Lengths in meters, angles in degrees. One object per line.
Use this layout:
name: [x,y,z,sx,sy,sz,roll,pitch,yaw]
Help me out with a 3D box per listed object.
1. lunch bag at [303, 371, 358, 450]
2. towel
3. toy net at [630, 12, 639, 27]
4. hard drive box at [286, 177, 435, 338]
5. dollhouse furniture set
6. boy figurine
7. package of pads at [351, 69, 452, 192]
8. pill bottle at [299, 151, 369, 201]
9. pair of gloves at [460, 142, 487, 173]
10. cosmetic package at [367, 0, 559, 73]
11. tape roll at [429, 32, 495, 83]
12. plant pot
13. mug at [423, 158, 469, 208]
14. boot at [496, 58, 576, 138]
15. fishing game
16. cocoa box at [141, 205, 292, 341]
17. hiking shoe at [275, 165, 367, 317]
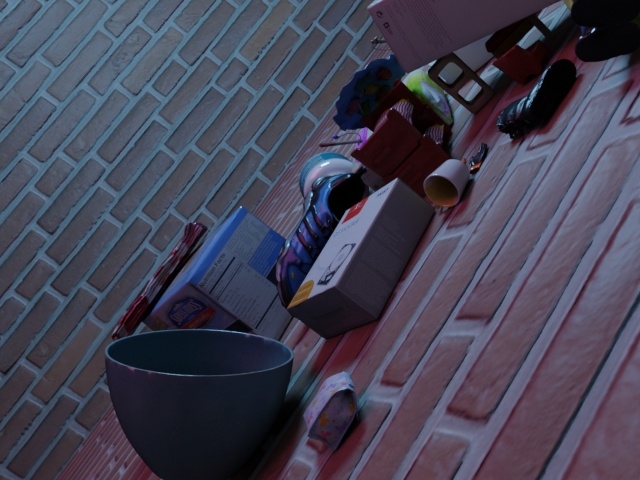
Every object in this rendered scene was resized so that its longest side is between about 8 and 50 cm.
lunch bag: [0.019,0.214,0.950,0.083,0.053,0.071,-61,9,3]
towel: [-0.381,0.093,1.774,0.329,0.037,0.237,-55,4,-3]
toy net: [0.444,-0.350,1.073,0.232,0.045,0.122,-82,3,-73]
hard drive box: [0.066,0.033,1.229,0.181,0.089,0.232,-32,22,57]
dollhouse furniture set: [0.237,-0.271,1.332,0.374,0.152,0.201,-47,13,24]
boy figurine: [0.376,-0.358,1.016,0.092,0.177,0.285,-6,43,21]
package of pads: [0.178,-0.252,1.633,0.229,0.101,0.296,-48,13,21]
pill bottle: [0.030,-0.121,1.691,0.146,0.146,0.264,-51,11,5]
pair of gloves: [0.242,-0.125,1.224,0.083,0.010,0.074,-38,17,46]
cosmetic package: [0.286,-0.457,1.294,0.365,0.155,0.197,-14,27,48]
tape roll: [0.401,-0.529,1.693,0.392,0.072,0.392,-49,12,15]
plant pot: [-0.193,0.266,1.169,0.290,0.290,0.195,-150,64,-78]
mug: [0.200,-0.094,1.177,0.078,0.062,0.064,-25,20,52]
boot: [0.320,-0.211,1.111,0.121,0.045,0.099,-55,9,-12]
fishing game: [0.105,-0.288,1.485,0.189,0.041,0.264,-14,-37,-48]
cocoa box: [-0.209,0.123,1.666,0.347,0.228,0.231,-34,21,55]
hiking shoe: [0.000,0.000,1.417,0.132,0.113,0.304,-20,52,61]
